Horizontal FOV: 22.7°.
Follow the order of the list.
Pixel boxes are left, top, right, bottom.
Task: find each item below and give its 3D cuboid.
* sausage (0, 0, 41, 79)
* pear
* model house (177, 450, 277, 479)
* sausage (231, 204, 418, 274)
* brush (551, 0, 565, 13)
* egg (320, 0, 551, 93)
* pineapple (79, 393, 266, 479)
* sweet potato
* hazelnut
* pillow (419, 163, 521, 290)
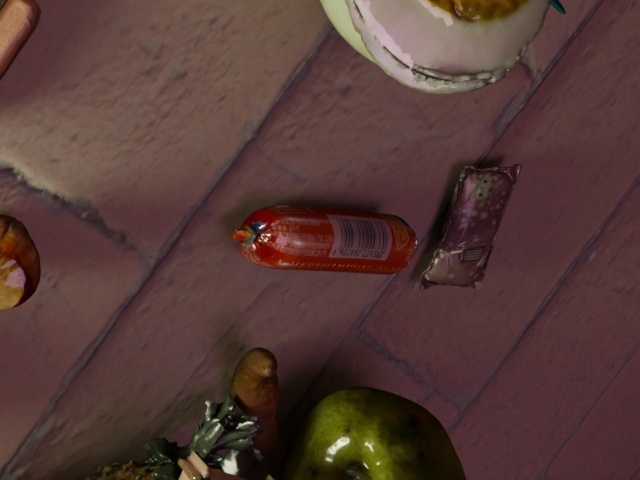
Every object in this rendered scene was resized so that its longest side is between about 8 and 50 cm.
[{"bbox_3d":[-0.276,-0.141,1.304,0.147,0.035,0.030,-53,180,2],"label":"sausage"},{"bbox_3d":[0.062,0.318,1.954,0.269,0.269,0.321,-45,155,-12],"label":"pear"},{"bbox_3d":[-0.105,0.413,1.603,0.169,0.244,0.326,26,93,-26],"label":"model house"},{"bbox_3d":[0.000,0.000,1.745,0.274,0.074,0.074,3,119,-53],"label":"sausage"},{"bbox_3d":[0.230,-0.289,1.793,0.032,0.043,0.193,-39,152,13],"label":"brush"},{"bbox_3d":[0.083,-0.289,1.501,0.264,0.174,0.286,-30,115,-27],"label":"egg"},{"bbox_3d":[-0.168,0.265,1.742,0.251,0.125,0.125,-35,143,-28],"label":"pineapple"},{"bbox_3d":[-0.072,0.177,1.821,0.058,0.078,0.255,-20,150,-13],"label":"sweet potato"},{"bbox_3d":[-0.283,0.020,1.411,0.086,0.086,0.086,-32,142,-29],"label":"hazelnut"},{"bbox_3d":[0.185,-0.016,1.991,0.118,0.043,0.185,-5,122,-42],"label":"pillow"}]
